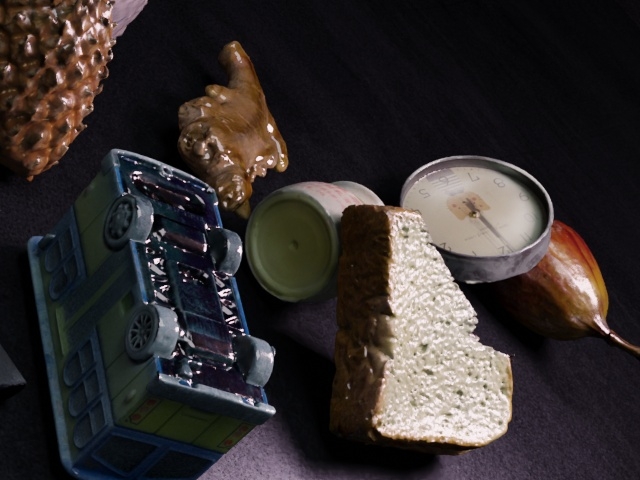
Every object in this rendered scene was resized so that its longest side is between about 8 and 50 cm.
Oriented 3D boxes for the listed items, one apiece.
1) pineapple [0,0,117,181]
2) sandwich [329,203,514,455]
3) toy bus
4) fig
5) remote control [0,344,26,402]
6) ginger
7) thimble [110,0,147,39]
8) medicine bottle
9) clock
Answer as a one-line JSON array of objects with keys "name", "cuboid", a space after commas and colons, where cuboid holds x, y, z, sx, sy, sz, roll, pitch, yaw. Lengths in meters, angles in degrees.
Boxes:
[{"name": "pineapple", "cuboid": [-0.289, -0.260, 1.794, 0.202, 0.362, 0.202, 29, 22, -12]}, {"name": "sandwich", "cuboid": [0.122, 0.110, 1.980, 0.254, 0.100, 0.288, 7, 82, -41]}, {"name": "toy bus", "cuboid": [-0.175, 0.081, 1.669, 0.152, 0.190, 0.312, 20, 38, -37]}, {"name": "fig", "cuboid": [0.356, 0.085, 2.374, 0.274, 0.145, 0.170, 45, 26, 29]}, {"name": "remote control", "cuboid": [-0.422, 0.005, 1.599, 0.377, 0.044, 0.107, 53, 35, 13]}, {"name": "ginger", "cuboid": [-0.111, -0.130, 2.136, 0.166, 0.080, 0.333, 54, 20, -17]}, {"name": "thimble", "cuboid": [-0.322, -0.336, 2.035, 0.245, 0.157, 0.217, 15, 42, -43]}, {"name": "medicine bottle", "cuboid": [0.000, 0.000, 2.038, 0.147, 0.147, 0.143, 55, 29, 15]}, {"name": "clock", "cuboid": [0.214, -0.034, 2.334, 0.226, 0.049, 0.226, 1, 42, -1]}]
